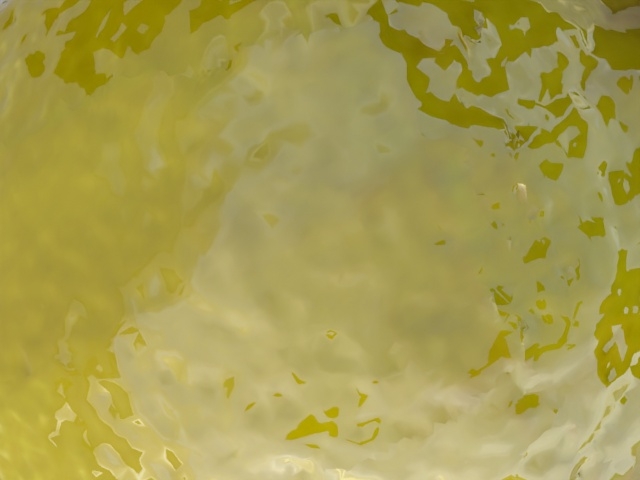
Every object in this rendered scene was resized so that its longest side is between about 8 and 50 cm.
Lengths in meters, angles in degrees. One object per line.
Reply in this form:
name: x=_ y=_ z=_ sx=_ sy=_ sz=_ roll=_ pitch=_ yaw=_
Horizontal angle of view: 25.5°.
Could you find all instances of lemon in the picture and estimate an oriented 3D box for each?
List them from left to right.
lemon: x=0.000 y=0.000 z=0.452 sx=0.320 sy=0.245 sz=0.245 roll=-28 pitch=126 yaw=33
